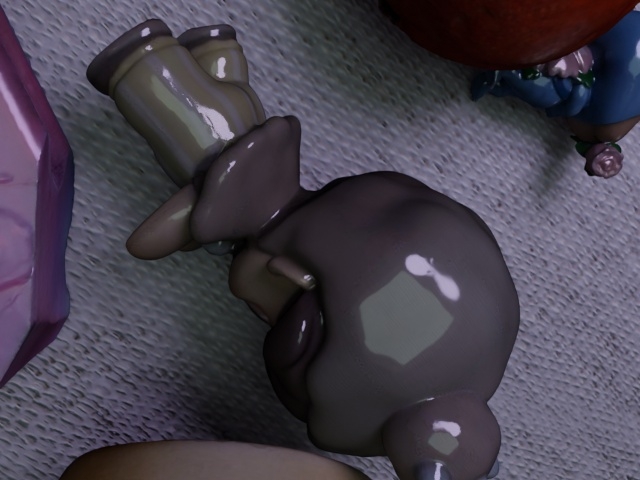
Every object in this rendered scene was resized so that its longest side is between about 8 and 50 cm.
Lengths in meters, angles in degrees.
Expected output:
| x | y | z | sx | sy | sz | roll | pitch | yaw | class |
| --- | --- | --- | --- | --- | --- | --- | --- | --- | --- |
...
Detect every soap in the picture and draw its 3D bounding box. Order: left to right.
| x | y | z | sx | sy | sz | roll | pitch | yaw | class |
| --- | --- | --- | --- | --- | --- | --- | --- | --- | --- |
| -0.281 | -0.050 | 0.396 | 0.192 | 0.109 | 0.324 | -24 | 104 | -10 | soap |

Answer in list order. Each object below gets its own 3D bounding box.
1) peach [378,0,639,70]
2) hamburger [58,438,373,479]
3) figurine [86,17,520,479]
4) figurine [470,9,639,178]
| x | y | z | sx | sy | sz | roll | pitch | yaw | class |
| --- | --- | --- | --- | --- | --- | --- | --- | --- | --- |
| 0.140 | -0.266 | 0.409 | 0.280 | 0.238 | 0.281 | -7 | 112 | -17 | peach |
| -0.074 | 0.257 | 0.402 | 0.301 | 0.170 | 0.302 | 2 | 141 | 1 | hamburger |
| -0.001 | -0.001 | 0.435 | 0.203 | 0.248 | 0.380 | -41 | 91 | 9 | figurine |
| 0.232 | -0.132 | 0.528 | 0.178 | 0.114 | 0.145 | -3 | 106 | -3 | figurine |
